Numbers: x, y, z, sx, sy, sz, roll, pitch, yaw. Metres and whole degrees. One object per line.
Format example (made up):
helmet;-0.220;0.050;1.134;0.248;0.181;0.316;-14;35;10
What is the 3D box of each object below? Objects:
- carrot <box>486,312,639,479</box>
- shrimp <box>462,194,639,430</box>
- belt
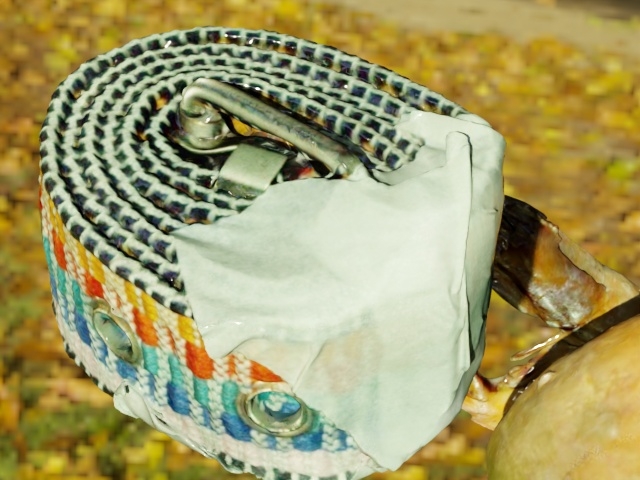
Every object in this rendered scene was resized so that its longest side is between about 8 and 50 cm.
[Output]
carrot;0.295;0.141;1.412;0.341;0.224;0.224;-30;16;7
shrimp;0.155;0.063;1.587;0.289;0.178;0.075;35;17;-28
belt;-0.028;0.002;0.999;0.257;0.150;0.207;29;51;27
